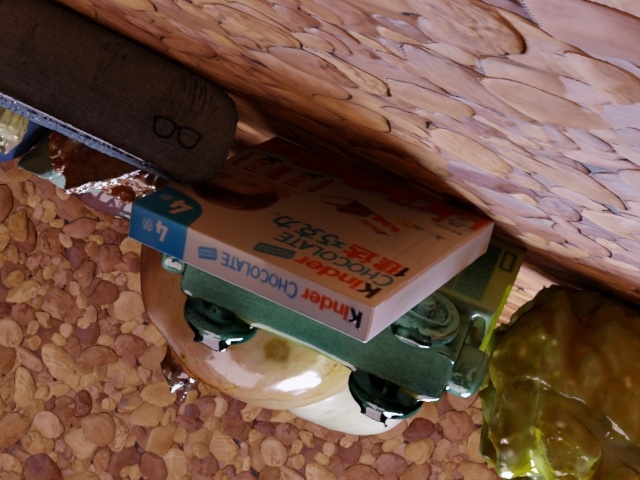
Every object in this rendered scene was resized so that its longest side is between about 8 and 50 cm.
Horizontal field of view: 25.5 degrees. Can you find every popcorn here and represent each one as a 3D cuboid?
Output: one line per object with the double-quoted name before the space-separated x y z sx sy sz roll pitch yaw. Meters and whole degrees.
"popcorn" 0.298 0.190 1.629 0.246 0.282 0.282 12 175 1

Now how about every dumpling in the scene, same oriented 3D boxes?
"dumpling" -0.320 -0.139 1.959 0.219 0.108 0.153 -15 -133 -35

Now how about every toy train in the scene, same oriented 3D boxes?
"toy train" 0.019 0.042 1.523 0.368 0.150 0.237 24 -141 7

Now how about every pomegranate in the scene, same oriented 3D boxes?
"pomegranate" -0.086 0.070 1.794 0.338 0.338 0.338 24 175 2

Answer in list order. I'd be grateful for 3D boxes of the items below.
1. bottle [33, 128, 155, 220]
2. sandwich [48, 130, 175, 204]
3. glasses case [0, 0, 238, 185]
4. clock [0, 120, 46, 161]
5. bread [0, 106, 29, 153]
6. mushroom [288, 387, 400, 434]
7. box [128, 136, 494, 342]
"bottle" -0.298 -0.102 2.132 0.271 0.143 0.156 23 150 -8
"sandwich" -0.184 -0.104 1.464 0.184 0.109 0.160 16 -158 -19
"glasses case" -0.213 -0.146 1.361 0.282 0.109 0.067 26 166 -14
"clock" -0.471 -0.198 1.954 0.199 0.147 0.243 33 178 -43
"bread" -0.446 -0.209 1.636 0.274 0.149 0.274 30 173 4
"mushroom" 0.052 0.193 2.514 0.353 0.325 0.353 44 162 19
"box" -0.004 -0.012 1.401 0.273 0.048 0.265 23 -151 22
